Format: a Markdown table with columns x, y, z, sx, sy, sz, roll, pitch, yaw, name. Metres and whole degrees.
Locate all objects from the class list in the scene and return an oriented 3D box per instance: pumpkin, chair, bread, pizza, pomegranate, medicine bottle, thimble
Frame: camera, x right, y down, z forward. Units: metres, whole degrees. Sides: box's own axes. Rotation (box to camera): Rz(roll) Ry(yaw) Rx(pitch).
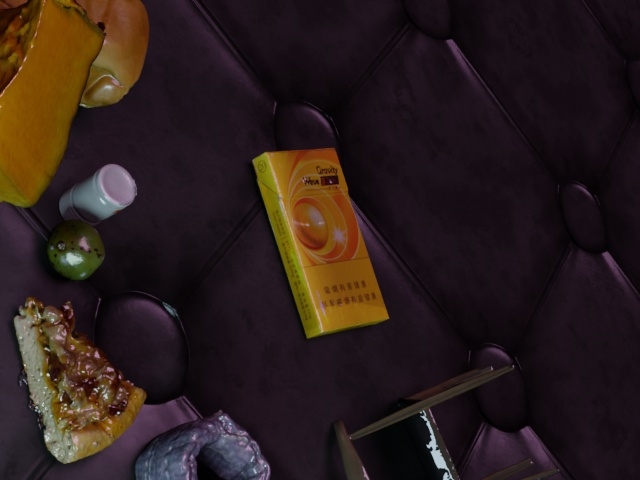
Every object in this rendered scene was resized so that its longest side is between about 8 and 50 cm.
| x | y | z | sx | sy | sz | roll | pitch | yaw | name |
| --- | --- | --- | --- | --- | --- | --- | --- | --- | --- |
| -0.404 | -0.189 | 1.466 | 0.303 | 0.256 | 0.225 | 23 | 74 | -9 | pumpkin |
| 0.161 | 0.295 | 1.897 | 0.272 | 0.166 | 0.188 | -22 | 86 | -7 | chair |
| -0.349 | -0.293 | 1.679 | 0.294 | 0.132 | 0.167 | 34 | 42 | -28 | bread |
| -0.281 | 0.145 | 1.562 | 0.154 | 0.069 | 0.194 | -38 | 100 | -48 | pizza |
| -0.294 | 0.008 | 1.632 | 0.073 | 0.073 | 0.084 | 51 | 4 | -14 | pomegranate |
| -0.272 | -0.053 | 1.661 | 0.057 | 0.089 | 0.057 | 24 | 53 | -37 | medicine bottle |
| -0.137 | 0.285 | 1.621 | 0.150 | 0.097 | 0.150 | 23 | 56 | -38 | thimble |

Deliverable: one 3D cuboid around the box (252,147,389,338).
| x | y | z | sx | sy | sz | roll | pitch | yaw | name |
| --- | --- | --- | --- | --- | --- | --- | --- | --- | --- |
| 0.000 | 0.000 | 1.956 | 0.152 | 0.043 | 0.269 | -6 | 75 | -48 | box |
